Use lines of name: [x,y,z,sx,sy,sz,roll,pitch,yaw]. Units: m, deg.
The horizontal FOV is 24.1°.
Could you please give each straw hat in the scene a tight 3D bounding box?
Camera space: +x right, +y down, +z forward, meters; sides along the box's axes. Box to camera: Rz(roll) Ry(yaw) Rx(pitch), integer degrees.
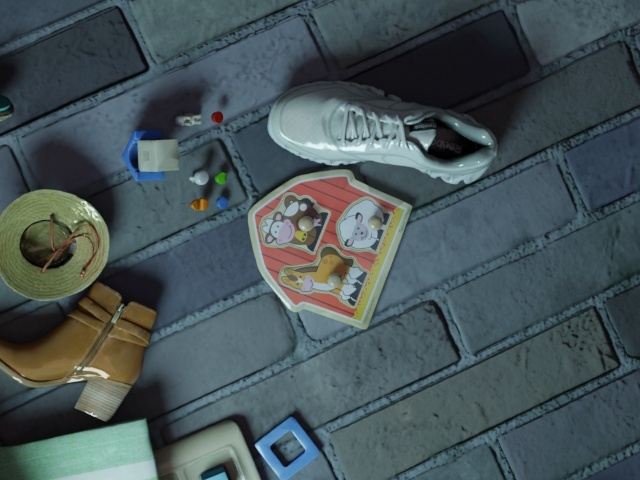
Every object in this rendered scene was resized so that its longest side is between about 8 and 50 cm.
straw hat: [-0.334,0.004,1.820,0.144,0.061,0.144,-3,97,-25]

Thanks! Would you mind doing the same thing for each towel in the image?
towel: [-0.298,0.397,1.827,0.248,0.038,0.325,-11,92,5]

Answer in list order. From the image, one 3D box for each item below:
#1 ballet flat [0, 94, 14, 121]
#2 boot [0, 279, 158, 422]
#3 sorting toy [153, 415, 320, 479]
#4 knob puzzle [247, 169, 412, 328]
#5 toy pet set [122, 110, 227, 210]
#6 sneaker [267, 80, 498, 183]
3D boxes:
ballet flat: [-0.473,-0.146,1.803,0.206,0.073,0.067,5,118,-6]
boot: [-0.307,0.116,1.828,0.197,0.073,0.152,25,82,-10]
sorting toy: [-0.152,0.347,1.862,0.348,0.047,0.196,-23,95,-7]
knob puzzle: [0.000,0.000,1.883,0.213,0.030,0.213,0,92,-8]
toy pet set: [-0.180,-0.097,1.852,0.114,0.065,0.122,-6,96,-43]
sneaker: [0.082,-0.137,1.849,0.292,0.118,0.110,8,92,-7]
